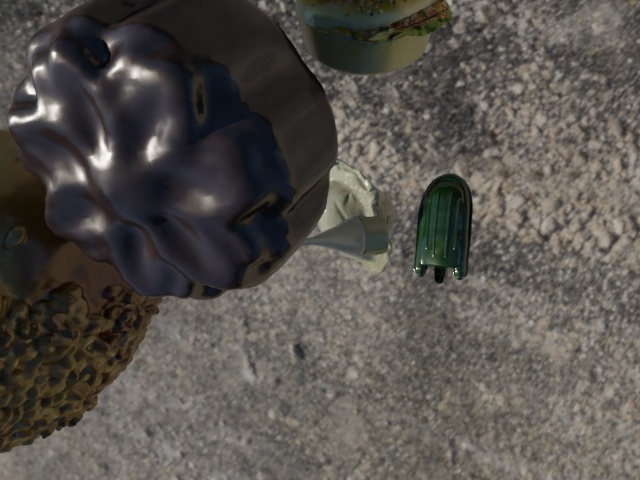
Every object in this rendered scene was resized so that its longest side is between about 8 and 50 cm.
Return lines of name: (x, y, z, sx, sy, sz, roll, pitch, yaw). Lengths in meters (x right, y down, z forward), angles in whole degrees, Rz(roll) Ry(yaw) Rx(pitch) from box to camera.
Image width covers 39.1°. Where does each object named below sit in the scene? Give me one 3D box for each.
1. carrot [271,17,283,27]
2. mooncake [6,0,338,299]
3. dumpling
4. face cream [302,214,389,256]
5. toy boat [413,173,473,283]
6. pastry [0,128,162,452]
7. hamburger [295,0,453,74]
carrot: (-0.120, -0.283, 1.253, 0.142, 0.035, 0.035, -15, 107, 4)
mooncake: (-0.129, -0.075, 0.762, 0.283, 0.141, 0.283, 18, 132, 21)
dumpling: (0.080, -0.039, 1.767, 0.193, 0.147, 0.258, 32, 144, 47)
face cream: (0.000, 0.000, 1.509, 0.114, 0.224, 0.070, 157, 106, -72)
toy boat: (0.230, -0.023, 1.675, 0.104, 0.052, 0.210, 3, 82, 23)
pastry: (-0.359, 0.078, 0.984, 0.245, 0.410, 0.409, 48, 136, 30)
hamburger: (0.046, -0.203, 0.791, 0.141, 0.127, 0.081, 42, 149, 35)
